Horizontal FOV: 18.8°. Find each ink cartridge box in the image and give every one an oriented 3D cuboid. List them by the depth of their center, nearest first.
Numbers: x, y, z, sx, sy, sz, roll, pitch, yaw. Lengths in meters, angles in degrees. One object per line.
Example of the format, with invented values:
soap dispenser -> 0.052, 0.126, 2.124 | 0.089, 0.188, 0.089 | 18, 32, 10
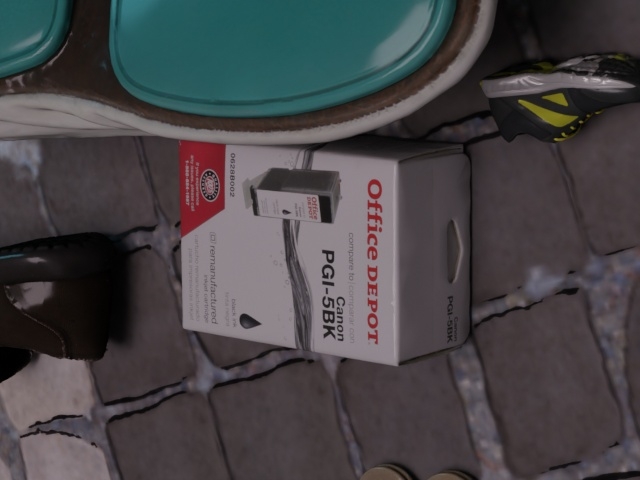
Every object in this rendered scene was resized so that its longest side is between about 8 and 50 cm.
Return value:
ink cartridge box -> 0.000, 0.000, 0.918 | 0.135, 0.056, 0.099 | 7, 102, 38

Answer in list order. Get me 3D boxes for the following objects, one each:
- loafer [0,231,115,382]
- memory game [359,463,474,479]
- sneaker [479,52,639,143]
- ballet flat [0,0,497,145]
loafer -> -0.203, 0.046, 1.076 | 0.220, 0.080, 0.078 | -8, 93, 39
memory game -> 0.057, 0.198, 0.941 | 0.186, 0.012, 0.186 | 9, 104, 38
sneaker -> 0.109, -0.060, 0.839 | 0.083, 0.031, 0.035 | 2, 114, 43
ballet flat -> -0.075, -0.101, 0.913 | 0.400, 0.139, 0.139 | -1, 98, 33
